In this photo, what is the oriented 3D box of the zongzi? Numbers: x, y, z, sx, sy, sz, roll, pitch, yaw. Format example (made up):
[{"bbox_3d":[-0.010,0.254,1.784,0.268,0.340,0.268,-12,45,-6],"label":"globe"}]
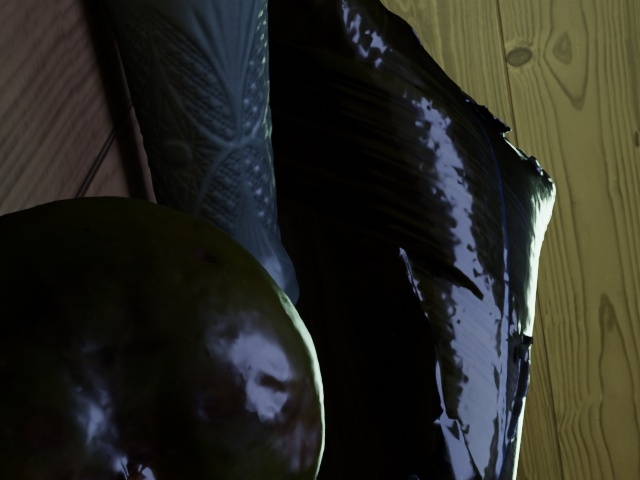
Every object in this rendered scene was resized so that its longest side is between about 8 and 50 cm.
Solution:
[{"bbox_3d":[0.000,0.000,1.239,0.432,0.208,0.403,53,34,-41],"label":"zongzi"}]

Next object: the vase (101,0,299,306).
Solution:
[{"bbox_3d":[-0.061,-0.060,0.988,0.096,0.096,0.219,-86,170,-67],"label":"vase"}]

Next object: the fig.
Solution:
[{"bbox_3d":[-0.087,0.036,0.551,0.185,0.133,0.126,36,-10,39],"label":"fig"}]
